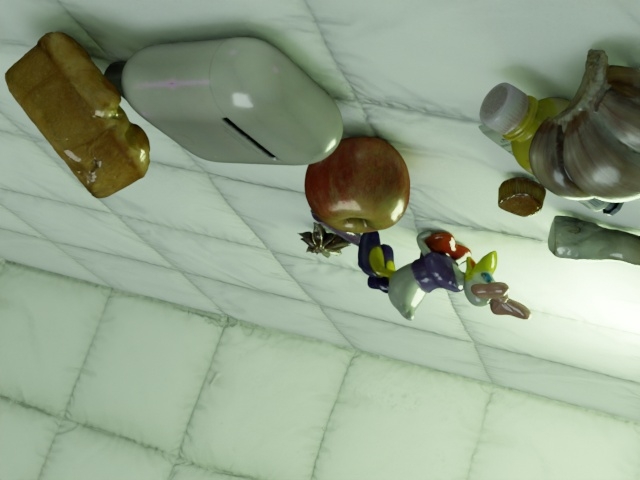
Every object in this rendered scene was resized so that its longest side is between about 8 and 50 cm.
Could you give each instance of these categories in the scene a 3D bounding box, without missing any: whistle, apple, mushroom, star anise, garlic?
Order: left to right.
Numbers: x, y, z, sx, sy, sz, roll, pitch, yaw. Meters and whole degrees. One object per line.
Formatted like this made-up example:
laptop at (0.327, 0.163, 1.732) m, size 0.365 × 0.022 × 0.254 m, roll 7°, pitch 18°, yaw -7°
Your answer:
star anise at (-0.002, 0.006, 2.619) m, size 0.124 × 0.056 × 0.129 m, roll 27°, pitch 147°, yaw -19°
whistle at (0.044, -0.028, 2.509) m, size 0.033 × 0.033 × 0.176 m, roll 1°, pitch 156°, yaw 46°
apple at (0.071, -0.103, 2.009) m, size 0.209 × 0.164 × 0.209 m, roll 6°, pitch 165°, yaw 2°
mushroom at (0.533, 0.010, 2.020) m, size 0.223 × 0.081 × 0.092 m, roll 12°, pitch -177°, yaw 11°
garlic at (0.392, -0.124, 1.470) m, size 0.191 × 0.214 × 0.160 m, roll 29°, pitch -155°, yaw -15°

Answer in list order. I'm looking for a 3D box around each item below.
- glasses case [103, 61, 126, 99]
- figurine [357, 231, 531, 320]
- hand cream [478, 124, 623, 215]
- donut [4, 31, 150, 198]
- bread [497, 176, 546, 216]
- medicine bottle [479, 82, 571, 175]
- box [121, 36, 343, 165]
glasses case at (-0.331, -0.276, 2.090) m, size 0.072 × 0.042 × 0.190 m, roll 4°, pitch 158°, yaw 30°
figurine at (0.251, 0.082, 2.361) m, size 0.421 × 0.193 × 0.154 m, roll -1°, pitch 152°, yaw 38°
hand cream at (0.385, -0.124, 1.793) m, size 0.276 × 0.059 × 0.095 m, roll 31°, pitch 162°, yaw -21°
donut at (-0.430, -0.224, 1.961) m, size 0.299 × 0.150 × 0.317 m, roll 55°, pitch 171°, yaw -21°
bread at (0.359, -0.082, 1.950) m, size 0.085 × 0.053 × 0.085 m, roll 10°, pitch 152°, yaw 5°
medicine bottle at (0.334, -0.155, 1.613) m, size 0.212 × 0.122 × 0.122 m, roll 27°, pitch 162°, yaw -26°
box at (-0.152, -0.231, 1.862) m, size 0.349 × 0.141 × 0.289 m, roll 5°, pitch 157°, yaw 40°
